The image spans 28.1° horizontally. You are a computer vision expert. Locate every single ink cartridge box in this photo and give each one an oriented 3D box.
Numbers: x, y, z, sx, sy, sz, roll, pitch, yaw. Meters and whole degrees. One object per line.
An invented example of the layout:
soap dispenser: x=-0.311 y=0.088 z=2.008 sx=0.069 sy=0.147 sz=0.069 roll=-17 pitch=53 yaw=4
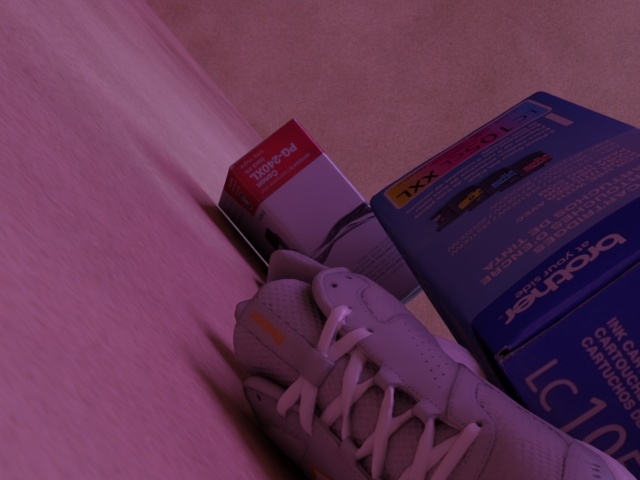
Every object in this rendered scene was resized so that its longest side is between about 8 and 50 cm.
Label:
ink cartridge box: x=0.000 y=0.000 z=0.923 sx=0.150 sy=0.063 sz=0.109 roll=50 pitch=-16 yaw=4
ink cartridge box: x=0.184 y=0.082 z=0.696 sx=0.270 sy=0.151 sz=0.395 roll=55 pitch=0 yaw=-15

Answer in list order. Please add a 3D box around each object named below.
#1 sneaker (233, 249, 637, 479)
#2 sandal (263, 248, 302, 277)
sneaker: x=0.021 y=0.071 z=0.472 sx=0.121 sy=0.099 sz=0.262 roll=41 pitch=-2 yaw=-16
sandal: x=0.034 y=0.091 z=0.776 sx=0.254 sy=0.054 sz=0.097 roll=38 pitch=-15 yaw=53
